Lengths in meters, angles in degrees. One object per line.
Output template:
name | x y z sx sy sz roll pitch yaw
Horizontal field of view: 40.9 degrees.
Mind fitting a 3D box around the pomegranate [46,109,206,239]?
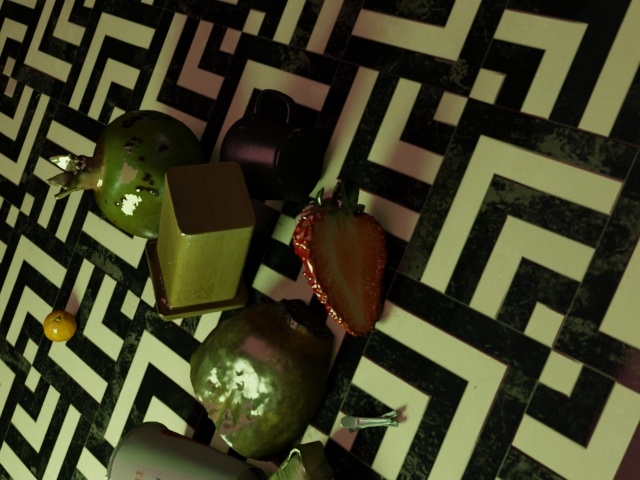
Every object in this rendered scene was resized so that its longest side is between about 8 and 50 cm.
pomegranate | -0.403 -0.161 1.870 0.291 0.323 0.291 -33 44 38

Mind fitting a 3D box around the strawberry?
strawberry | 0.028 0.029 1.541 0.106 0.188 0.286 2 103 53

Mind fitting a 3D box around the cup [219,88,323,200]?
cup | -0.093 -0.185 1.696 0.176 0.169 0.223 15 100 37

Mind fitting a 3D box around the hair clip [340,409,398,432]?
hair clip | 0.086 0.319 1.508 0.115 0.039 0.030 -16 75 36

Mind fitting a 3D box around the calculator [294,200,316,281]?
calculator | 0.000 0.000 1.665 0.100 0.032 0.175 -30 61 33

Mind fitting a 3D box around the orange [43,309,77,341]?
orange | -0.656 0.215 2.158 0.083 0.083 0.084 -12 72 39

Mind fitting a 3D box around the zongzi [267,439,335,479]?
zongzi | -0.027 0.498 1.534 0.205 0.094 0.204 -52 60 24

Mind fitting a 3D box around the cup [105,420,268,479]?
cup | -0.252 0.480 1.682 0.288 0.203 0.203 4 82 36

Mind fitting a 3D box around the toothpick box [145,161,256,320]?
toothpick box | -0.231 -0.002 1.674 0.308 0.190 0.187 112 147 -57

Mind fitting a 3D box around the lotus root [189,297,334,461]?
lotus root | -0.105 0.238 1.625 0.260 0.149 0.267 -46 58 22
